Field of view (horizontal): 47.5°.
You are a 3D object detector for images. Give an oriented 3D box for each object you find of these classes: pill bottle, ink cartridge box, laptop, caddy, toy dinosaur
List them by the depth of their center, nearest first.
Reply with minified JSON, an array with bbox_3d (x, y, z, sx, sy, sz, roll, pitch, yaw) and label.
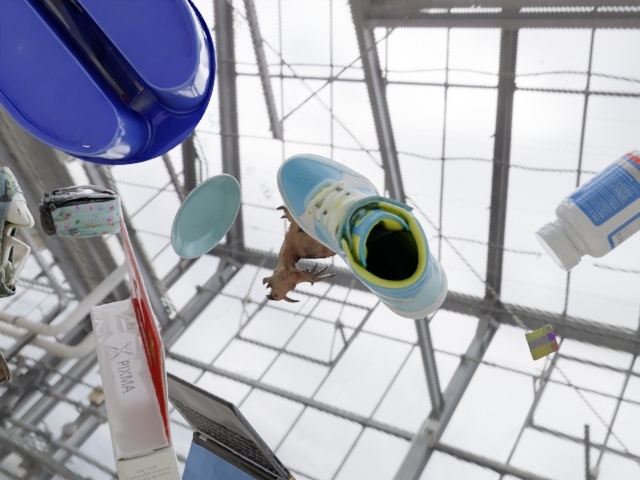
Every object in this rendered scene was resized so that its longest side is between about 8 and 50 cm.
[{"bbox_3d":[-0.274,-0.243,0.826,0.341,0.241,0.179,51,1,-9],"label":"caddy"},{"bbox_3d":[-0.222,0.151,0.846,0.296,0.066,0.261,-128,-149,-55],"label":"ink cartridge box"},{"bbox_3d":[0.491,-0.047,1.273,0.124,0.222,0.124,53,5,-7],"label":"pill bottle"},{"bbox_3d":[-0.258,0.498,1.511,0.382,0.236,0.407,9,-42,48],"label":"laptop"},{"bbox_3d":[0.000,0.000,1.577,0.296,0.127,0.200,-29,-99,28],"label":"toy dinosaur"}]

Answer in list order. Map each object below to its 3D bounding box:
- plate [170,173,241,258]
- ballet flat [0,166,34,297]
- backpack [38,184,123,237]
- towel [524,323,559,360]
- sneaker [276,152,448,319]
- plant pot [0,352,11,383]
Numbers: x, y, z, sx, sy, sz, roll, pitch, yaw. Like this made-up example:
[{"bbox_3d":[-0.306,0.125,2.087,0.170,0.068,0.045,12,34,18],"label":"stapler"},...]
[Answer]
[{"bbox_3d":[-0.228,-0.050,1.424,0.024,0.188,0.188,33,-37,24],"label":"plate"},{"bbox_3d":[-0.442,-0.009,1.036,0.070,0.070,0.188,10,-90,33],"label":"ballet flat"},{"bbox_3d":[-0.563,-0.064,1.723,0.152,0.182,0.115,-132,-141,-64],"label":"backpack"},{"bbox_3d":[0.454,0.210,1.491,0.060,0.009,0.083,-25,-57,6],"label":"towel"},{"bbox_3d":[0.043,-0.038,0.988,0.319,0.127,0.208,42,-3,20],"label":"sneaker"},{"bbox_3d":[-0.553,0.185,1.006,0.167,0.165,0.167,26,-42,26],"label":"plant pot"}]
